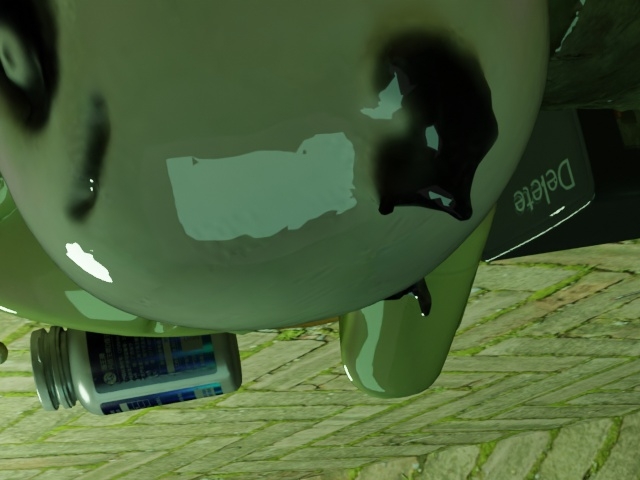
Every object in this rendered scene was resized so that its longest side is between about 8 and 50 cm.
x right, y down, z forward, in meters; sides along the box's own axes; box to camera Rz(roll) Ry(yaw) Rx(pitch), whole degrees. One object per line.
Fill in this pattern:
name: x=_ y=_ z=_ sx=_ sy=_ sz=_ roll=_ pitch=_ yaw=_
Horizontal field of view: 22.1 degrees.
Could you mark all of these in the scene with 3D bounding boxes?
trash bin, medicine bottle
trash bin: x=0.242 y=-0.063 z=1.257 sx=0.226 sy=0.115 sz=0.165 roll=-3 pitch=163 yaw=-28
medicine bottle: x=-0.177 y=0.109 z=1.577 sx=0.192 sy=0.107 sz=0.107 roll=-10 pitch=163 yaw=-1

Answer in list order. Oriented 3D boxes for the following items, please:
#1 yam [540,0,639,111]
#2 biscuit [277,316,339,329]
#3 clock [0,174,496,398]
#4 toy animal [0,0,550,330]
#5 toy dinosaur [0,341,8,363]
yam: x=0.121 y=-0.139 z=0.792 sx=0.161 sy=0.161 sz=0.268 roll=-23 pitch=171 yaw=36
biscuit: x=-0.061 y=0.026 z=1.398 sx=0.262 sy=0.037 sz=0.262 roll=3 pitch=158 yaw=1
clock: x=-0.098 y=-0.056 z=0.791 sx=0.348 sy=0.117 sz=0.286 roll=12 pitch=-157 yaw=-6
toy animal: x=-0.026 y=-0.124 z=0.548 sx=0.251 sy=0.309 sz=0.251 roll=-8 pitch=164 yaw=-2
toy dinosaur: x=-0.310 y=0.038 z=1.304 sx=0.177 sy=0.152 sz=0.194 roll=-47 pitch=-179 yaw=-14
